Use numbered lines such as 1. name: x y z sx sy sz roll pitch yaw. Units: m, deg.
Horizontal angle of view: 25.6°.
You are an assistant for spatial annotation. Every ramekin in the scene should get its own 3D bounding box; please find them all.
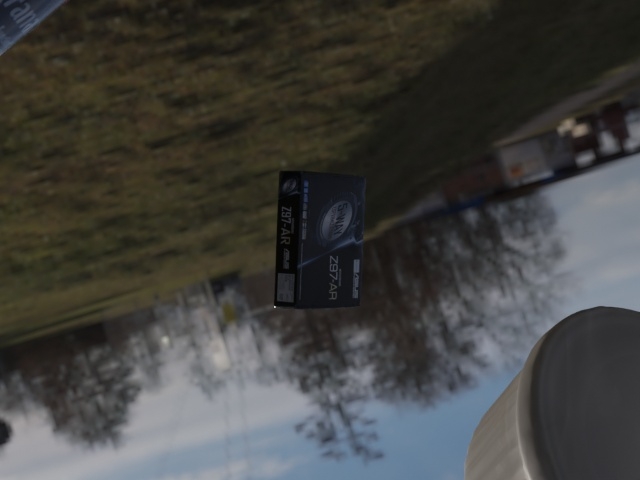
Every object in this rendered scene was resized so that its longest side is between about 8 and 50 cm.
1. ramekin: 0.228 0.196 1.043 0.273 0.273 0.127 -19 160 -45

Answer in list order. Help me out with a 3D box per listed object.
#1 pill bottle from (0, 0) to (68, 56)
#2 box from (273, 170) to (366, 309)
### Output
1. pill bottle: -0.174 -0.215 0.768 0.318 0.176 0.176 -41 -175 -6
2. box: 0.000 0.000 0.863 0.018 0.083 0.067 3 180 38
